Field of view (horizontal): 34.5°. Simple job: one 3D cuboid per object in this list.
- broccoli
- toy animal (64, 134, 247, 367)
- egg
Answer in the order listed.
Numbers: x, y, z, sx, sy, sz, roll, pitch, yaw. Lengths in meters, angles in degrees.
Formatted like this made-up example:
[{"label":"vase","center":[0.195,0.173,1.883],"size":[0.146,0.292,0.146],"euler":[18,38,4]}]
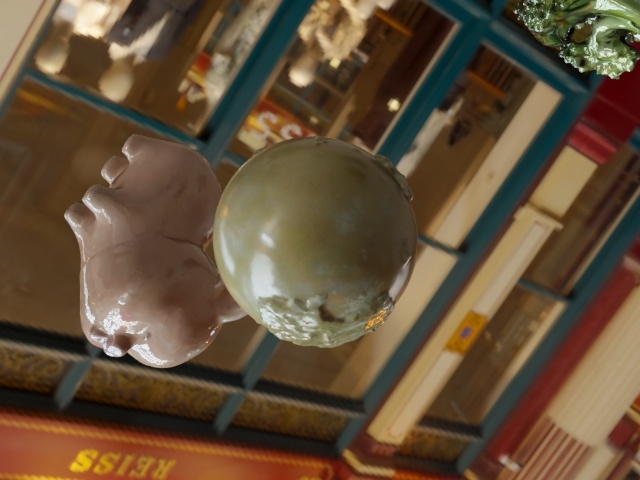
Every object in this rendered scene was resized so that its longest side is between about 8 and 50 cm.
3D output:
[{"label":"broccoli","center":[0.477,-0.429,1.648],"size":[0.277,0.338,0.317],"euler":[-24,-87,-38]},{"label":"toy animal","center":[-0.226,0.019,1.429],"size":[0.269,0.237,0.326],"euler":[36,-128,-13]},{"label":"egg","center":[-0.003,0.003,0.802],"size":[0.164,0.164,0.201],"euler":[36,176,15]}]
